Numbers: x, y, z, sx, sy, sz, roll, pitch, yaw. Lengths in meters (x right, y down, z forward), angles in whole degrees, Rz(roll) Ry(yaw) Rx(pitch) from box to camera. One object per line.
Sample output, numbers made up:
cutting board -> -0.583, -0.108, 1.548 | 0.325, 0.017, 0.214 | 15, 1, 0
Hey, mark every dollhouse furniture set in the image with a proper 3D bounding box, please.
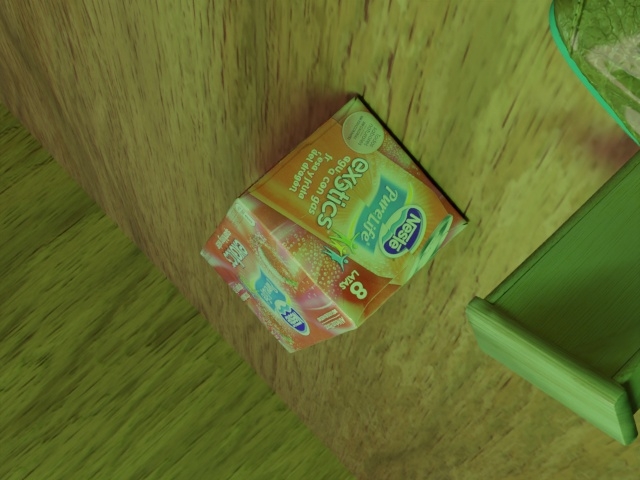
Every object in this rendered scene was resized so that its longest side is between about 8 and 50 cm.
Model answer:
dollhouse furniture set -> 0.208, 0.085, 0.717 | 0.212, 0.161, 0.242 | 33, 159, 43

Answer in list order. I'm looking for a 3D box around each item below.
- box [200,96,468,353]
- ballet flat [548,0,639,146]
box -> 0.000, 0.000, 1.124 | 0.154, 0.142, 0.300 | 48, 165, -2
ballet flat -> 0.243, -0.015, 0.524 | 0.342, 0.116, 0.124 | 53, 146, -2
